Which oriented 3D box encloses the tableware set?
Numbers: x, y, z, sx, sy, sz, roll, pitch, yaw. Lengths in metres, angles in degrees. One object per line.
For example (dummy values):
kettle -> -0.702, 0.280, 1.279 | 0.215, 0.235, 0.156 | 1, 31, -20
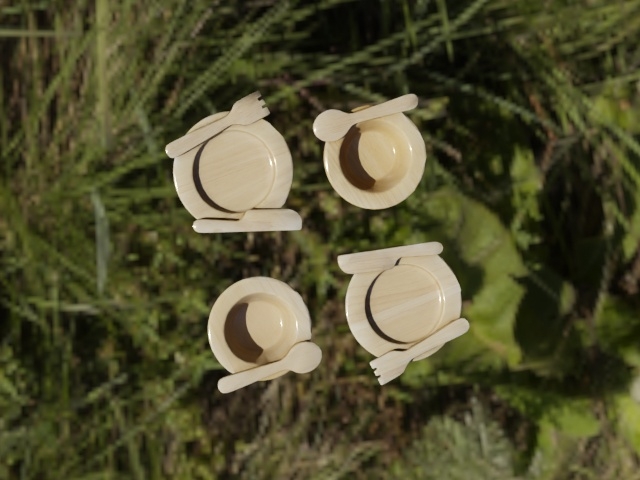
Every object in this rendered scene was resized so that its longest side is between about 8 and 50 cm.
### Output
tableware set -> 0.000, 0.000, 0.748 | 0.141, 0.168, 0.020 | -13, -173, -8
